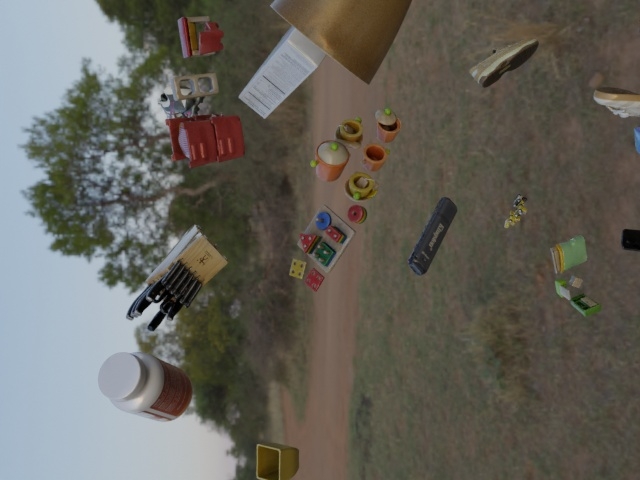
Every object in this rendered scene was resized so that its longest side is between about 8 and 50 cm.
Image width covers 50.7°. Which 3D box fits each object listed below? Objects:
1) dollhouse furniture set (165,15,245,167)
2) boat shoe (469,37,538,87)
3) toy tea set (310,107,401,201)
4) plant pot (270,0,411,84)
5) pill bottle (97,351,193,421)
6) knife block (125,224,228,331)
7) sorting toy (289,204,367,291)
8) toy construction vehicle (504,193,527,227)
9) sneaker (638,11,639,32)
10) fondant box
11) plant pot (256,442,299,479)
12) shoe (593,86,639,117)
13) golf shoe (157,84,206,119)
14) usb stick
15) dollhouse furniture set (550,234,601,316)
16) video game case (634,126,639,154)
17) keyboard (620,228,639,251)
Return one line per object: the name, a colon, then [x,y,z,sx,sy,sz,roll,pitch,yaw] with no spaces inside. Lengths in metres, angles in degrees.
dollhouse furniture set: [-0.321,-0.389,1.745,0.201,0.152,0.374,20,121,63]
boat shoe: [0.464,-0.468,1.715,0.072,0.190,0.068,52,168,26]
toy tea set: [0.114,-0.276,1.921,0.124,0.200,0.336,105,-169,-57]
plant pot: [0.077,-0.462,1.250,0.254,0.237,0.237,-50,20,15]
pill bottle: [-0.356,0.296,1.377,0.216,0.121,0.121,58,-154,-63]
knife block: [-0.332,0.088,1.530,0.088,0.242,0.275,50,175,-17]
sorting toy: [0.000,0.000,1.752,0.132,0.046,0.274,43,109,33]
toy construction vehicle: [0.562,-0.081,1.921,0.098,0.035,0.086,113,178,-51]
sneaker: [0.697,-0.483,1.309,0.112,0.131,0.296,84,-154,-47]
fondant box: [-0.055,-0.467,1.659,0.238,0.096,0.330,-59,17,-24]
plant pot: [-0.095,0.527,1.614,0.081,0.083,0.081,-3,85,43]
shoe: [0.650,-0.269,1.374,0.076,0.219,0.058,-122,39,-64]
golf shoe: [-0.449,-0.425,2.104,0.273,0.120,0.105,-15,53,64]
usb stick: [0.345,-0.016,2.063,0.045,0.077,0.278,-7,43,49]
dollhouse furniture set: [0.516,0.073,1.353,0.058,0.076,0.152,-124,15,-68]
video game case: [0.753,-0.162,1.225,0.269,0.244,0.061,-100,-10,-53]
keyboard: [0.929,0.024,1.859,0.038,0.192,0.100,69,-144,-49]
